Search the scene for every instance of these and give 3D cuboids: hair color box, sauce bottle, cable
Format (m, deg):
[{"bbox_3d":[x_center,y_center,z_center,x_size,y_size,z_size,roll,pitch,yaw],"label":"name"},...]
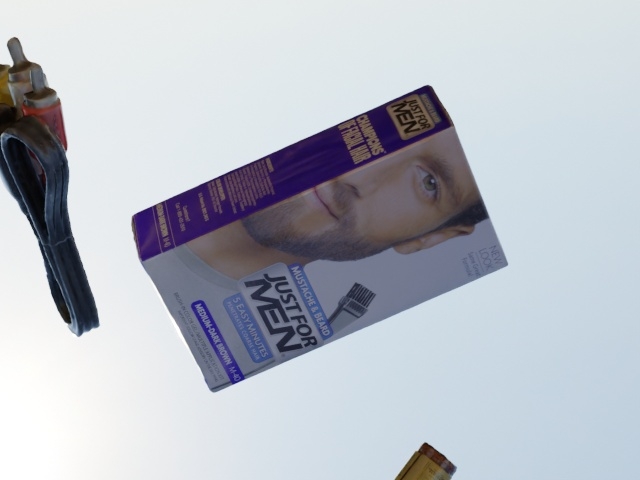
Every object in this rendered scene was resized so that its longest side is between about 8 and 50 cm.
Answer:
[{"bbox_3d":[0.000,0.000,1.624,0.339,0.185,0.110,-25,-148,1],"label":"hair color box"},{"bbox_3d":[0.067,0.236,1.381,0.128,0.042,0.042,-51,-159,-4],"label":"sauce bottle"},{"bbox_3d":[-0.220,-0.033,1.360,0.072,0.287,0.139,-34,-145,-21],"label":"cable"}]
